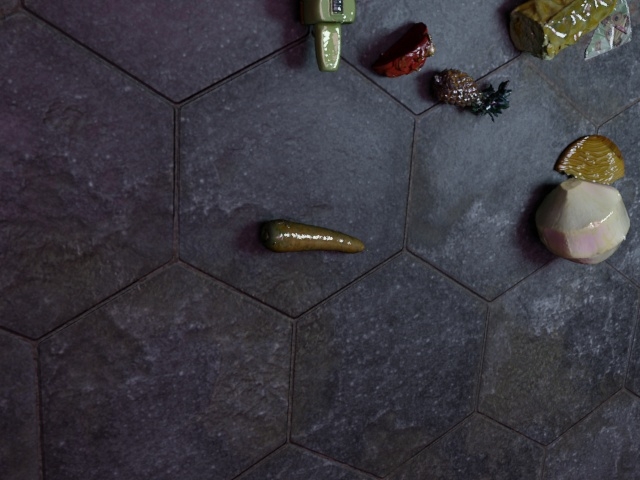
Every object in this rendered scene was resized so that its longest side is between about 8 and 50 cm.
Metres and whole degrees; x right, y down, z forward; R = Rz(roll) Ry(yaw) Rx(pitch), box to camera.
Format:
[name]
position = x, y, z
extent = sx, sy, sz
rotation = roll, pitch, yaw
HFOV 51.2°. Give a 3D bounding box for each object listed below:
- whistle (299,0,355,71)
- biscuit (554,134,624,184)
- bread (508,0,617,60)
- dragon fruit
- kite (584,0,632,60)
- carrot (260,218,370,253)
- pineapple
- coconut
[whistle]
position = 0.014, -0.500, 1.393
extent = 0.131, 0.106, 0.288
rotation = -7, 106, -24
[biscuit]
position = 0.746, -0.204, 1.841
extent = 0.229, 0.031, 0.176
rotation = -20, 110, -18
[bread]
position = 0.600, -0.559, 1.623
extent = 0.268, 0.130, 0.152
rotation = -35, 106, -10
[dragon fruit]
position = 0.207, -0.413, 1.504
extent = 0.162, 0.106, 0.083
rotation = -41, 117, -11
[kite]
position = 0.737, -0.580, 1.744
extent = 0.250, 0.012, 0.229
rotation = 23, 93, -26
[carrot]
position = 0.000, 0.000, 1.557
extent = 0.298, 0.078, 0.078
rotation = 8, 101, -31
[pineapple]
position = 0.358, -0.358, 1.598
extent = 0.221, 0.083, 0.103
rotation = 12, 100, -28
[coconut]
position = 0.691, -0.056, 1.767
extent = 0.237, 0.197, 0.236
rotation = -8, 113, -20
